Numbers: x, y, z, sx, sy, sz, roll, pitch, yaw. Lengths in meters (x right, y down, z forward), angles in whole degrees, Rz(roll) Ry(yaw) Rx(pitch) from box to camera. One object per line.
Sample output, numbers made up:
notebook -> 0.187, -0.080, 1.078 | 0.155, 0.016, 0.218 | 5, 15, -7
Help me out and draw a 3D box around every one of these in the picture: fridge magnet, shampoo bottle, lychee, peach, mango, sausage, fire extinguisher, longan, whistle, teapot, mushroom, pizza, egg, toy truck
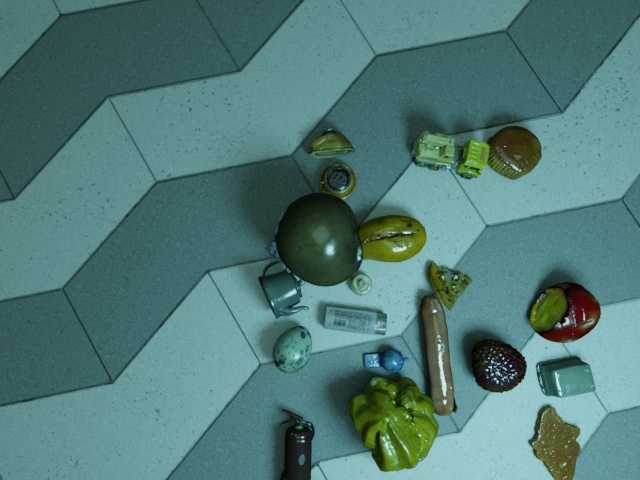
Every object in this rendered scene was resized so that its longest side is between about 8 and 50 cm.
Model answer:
fridge magnet -> 0.066, -0.224, 1.556 | 0.143, 0.063, 0.143 | 0, 83, 3
shampoo bottle -> 0.126, 0.293, 1.506 | 0.227, 0.056, 0.086 | 6, 82, 1
lychee -> 0.617, 0.435, 1.427 | 0.188, 0.188, 0.188 | 0, 84, 0
peach -> 0.847, 0.254, 1.446 | 0.226, 0.196, 0.190 | -21, 51, -4
mango -> 0.240, -0.003, 1.504 | 0.294, 0.120, 0.177 | -9, 84, -1
sausage -> 0.419, 0.406, 1.475 | 0.094, 0.094, 0.419 | 1, 81, -39
fire extinguisher -> -0.091, 0.764, 1.433 | 0.141, 0.105, 0.341 | 1, 87, -1
longan -> 0.000, 0.000, 1.399 | 0.319, 0.319, 0.319 | 0, 84, 0
whistle -> 0.239, 0.433, 1.478 | 0.158, 0.090, 0.090 | -6, 84, -1
teapot -> -0.130, 0.168, 1.482 | 0.149, 0.162, 0.239 | -24, 55, -11
mushroom -> 0.150, 0.162, 1.514 | 0.083, 0.067, 0.084 | -1, 79, 5
pizza -> 0.486, 0.165, 1.503 | 0.176, 0.036, 0.185 | 0, 58, -10
egg -> -0.096, 0.383, 1.460 | 0.132, 0.132, 0.172 | 28, 73, 3
toy truck -> 0.480, -0.326, 1.519 | 0.272, 0.157, 0.124 | 14, 84, 2

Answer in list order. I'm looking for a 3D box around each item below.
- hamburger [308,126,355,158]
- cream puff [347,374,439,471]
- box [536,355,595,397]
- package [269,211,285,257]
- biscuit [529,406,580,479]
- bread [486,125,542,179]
hamburger -> 0.040, -0.369, 1.566 | 0.176, 0.087, 0.102 | -7, 72, 7
cream puff -> 0.265, 0.609, 1.372 | 0.274, 0.270, 0.323 | -31, 86, -8
box -> 0.879, 0.491, 1.465 | 0.172, 0.093, 0.124 | -12, 84, -1
package -> -0.090, -0.005, 1.551 | 0.173, 0.027, 0.171 | 15, 84, -3
biscuit -> 0.842, 0.733, 1.468 | 0.183, 0.043, 0.280 | -12, 89, 2
bread -> 0.724, -0.333, 1.546 | 0.199, 0.104, 0.199 | 0, 82, -1
